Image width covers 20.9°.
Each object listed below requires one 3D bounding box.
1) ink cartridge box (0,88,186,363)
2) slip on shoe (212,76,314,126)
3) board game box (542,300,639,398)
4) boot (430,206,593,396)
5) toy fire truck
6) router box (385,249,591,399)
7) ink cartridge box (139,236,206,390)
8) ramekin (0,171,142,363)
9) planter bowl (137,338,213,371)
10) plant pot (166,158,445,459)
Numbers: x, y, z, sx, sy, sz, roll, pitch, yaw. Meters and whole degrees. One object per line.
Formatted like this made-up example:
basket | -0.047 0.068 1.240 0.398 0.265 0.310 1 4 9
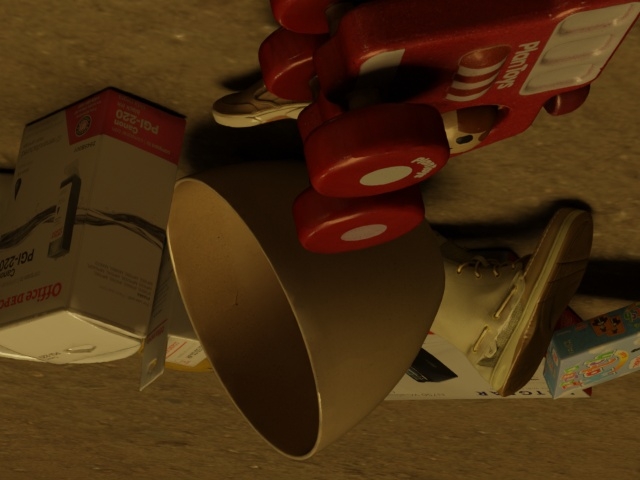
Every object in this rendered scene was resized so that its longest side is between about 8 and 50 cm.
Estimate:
ink cartridge box | -0.216 -0.009 1.581 0.092 0.217 0.159 21 156 -35
slip on shoe | -0.037 -0.125 1.466 0.135 0.051 0.041 1 122 39
board game box | 0.345 0.101 1.853 0.212 0.039 0.160 -18 160 -2
boot | 0.171 0.029 1.742 0.165 0.213 0.077 37 -149 29
toy fire truck | 0.095 -0.115 1.296 0.254 0.169 0.302 -10 163 -8
router box | 0.112 0.105 1.999 0.335 0.082 0.301 -4 158 27
ink cartridge box | -0.140 0.068 1.828 0.062 0.181 0.104 13 160 -17
ramekin | -0.318 0.031 1.857 0.277 0.135 0.277 7 161 2
planter bowl | -0.160 0.102 2.074 0.217 0.090 0.217 7 161 2
plant pot | 0.004 0.039 1.640 0.191 0.284 0.284 -23 171 -22
